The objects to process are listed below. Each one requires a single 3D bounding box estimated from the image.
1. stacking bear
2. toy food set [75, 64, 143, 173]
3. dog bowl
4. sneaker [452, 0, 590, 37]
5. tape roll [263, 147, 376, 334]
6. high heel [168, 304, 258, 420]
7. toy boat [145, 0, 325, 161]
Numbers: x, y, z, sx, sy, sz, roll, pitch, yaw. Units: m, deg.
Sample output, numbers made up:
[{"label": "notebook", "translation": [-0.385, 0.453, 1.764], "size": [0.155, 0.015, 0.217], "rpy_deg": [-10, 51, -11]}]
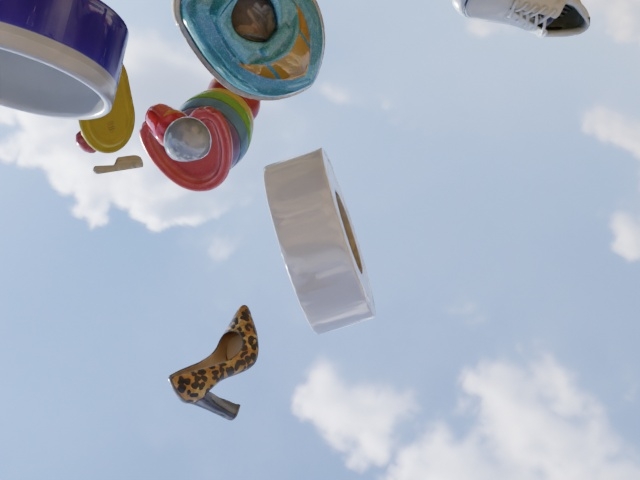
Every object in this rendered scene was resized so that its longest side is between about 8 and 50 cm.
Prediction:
[{"label": "stacking bear", "translation": [-0.199, -0.230, 2.337], "size": [0.175, 0.164, 0.289], "rpy_deg": [-9, -153, 23]}, {"label": "toy food set", "translation": [-0.384, -0.217, 2.065], "size": [0.071, 0.218, 0.128], "rpy_deg": [3, -162, 37]}, {"label": "dog bowl", "translation": [-0.376, -0.246, 1.509], "size": [0.265, 0.104, 0.265], "rpy_deg": [13, 168, 3]}, {"label": "sneaker", "translation": [0.308, -0.350, 1.796], "size": [0.258, 0.094, 0.091], "rpy_deg": [-8, -133, -38]}, {"label": "tape roll", "translation": [0.000, 0.000, 1.912], "size": [0.100, 0.286, 0.286], "rpy_deg": [-18, -158, 6]}, {"label": "high heel", "translation": [-0.225, 0.228, 2.546], "size": [0.093, 0.261, 0.186], "rpy_deg": [-14, 146, 40]}, {"label": "toy boat", "translation": [-0.126, -0.253, 1.741], "size": [0.267, 0.318, 0.148], "rpy_deg": [38, 180, -36]}]
